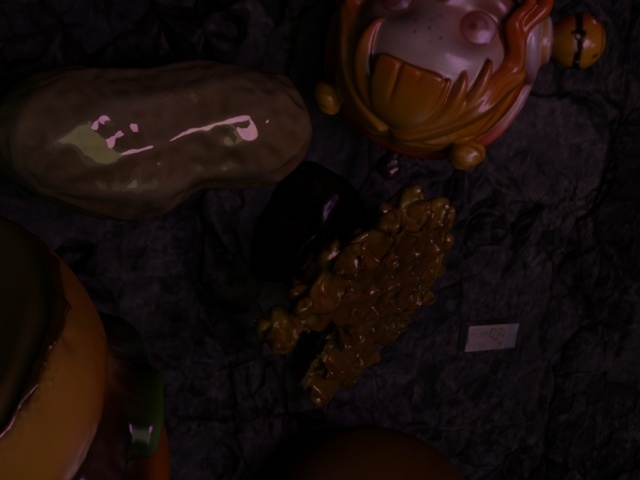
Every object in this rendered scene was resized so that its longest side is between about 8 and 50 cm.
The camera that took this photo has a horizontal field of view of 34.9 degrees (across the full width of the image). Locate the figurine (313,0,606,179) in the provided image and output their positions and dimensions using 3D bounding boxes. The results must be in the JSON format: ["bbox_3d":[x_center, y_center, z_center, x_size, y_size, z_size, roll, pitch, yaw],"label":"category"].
[{"bbox_3d":[0.127,-0.225,1.050,0.320,0.196,0.323,25,85,10],"label":"figurine"}]

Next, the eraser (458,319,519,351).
[{"bbox_3d":[0.220,0.123,1.326,0.083,0.019,0.038,0,106,-29],"label":"eraser"}]

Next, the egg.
[{"bbox_3d":[0.074,0.355,1.189,0.250,0.250,0.322,-50,127,-5],"label":"egg"}]

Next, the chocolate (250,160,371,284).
[{"bbox_3d":[0.000,0.000,1.127,0.125,0.080,0.148,31,90,-33],"label":"chocolate"}]

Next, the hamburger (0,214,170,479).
[{"bbox_3d":[-0.332,0.188,0.834,0.396,0.396,0.277,-34,132,-15],"label":"hamburger"}]

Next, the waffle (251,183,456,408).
[{"bbox_3d":[0.048,0.054,1.109,0.260,0.069,0.293,-43,158,-12],"label":"waffle"}]

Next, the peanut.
[{"bbox_3d":[-0.153,-0.098,0.967,0.313,0.152,0.152,-10,112,-28],"label":"peanut"}]
